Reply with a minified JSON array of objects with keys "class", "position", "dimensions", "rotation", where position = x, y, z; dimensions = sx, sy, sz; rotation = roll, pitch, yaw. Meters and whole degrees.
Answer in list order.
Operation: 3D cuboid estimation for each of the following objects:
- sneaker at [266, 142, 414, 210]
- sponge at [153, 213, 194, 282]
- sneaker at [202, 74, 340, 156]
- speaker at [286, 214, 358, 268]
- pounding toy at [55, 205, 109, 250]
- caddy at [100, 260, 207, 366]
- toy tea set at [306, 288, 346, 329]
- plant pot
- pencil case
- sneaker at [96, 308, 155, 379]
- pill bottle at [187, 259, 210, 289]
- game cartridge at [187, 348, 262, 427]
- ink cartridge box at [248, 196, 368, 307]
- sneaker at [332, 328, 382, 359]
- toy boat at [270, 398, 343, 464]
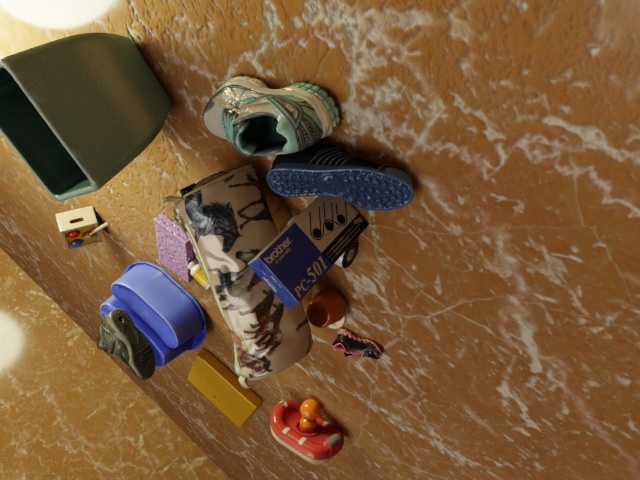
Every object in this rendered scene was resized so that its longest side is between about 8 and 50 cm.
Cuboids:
[{"class":"sneaker","position":[0.035,-0.110,0.866],"dimensions":[0.232,0.091,0.082],"rotation":[9,136,12]},{"class":"sponge","position":[-0.398,0.026,1.516],"dimensions":[0.117,0.031,0.210],"rotation":[35,146,14]},{"class":"sneaker","position":[-0.112,-0.192,0.882],"dimensions":[0.282,0.122,0.110],"rotation":[9,133,42]},{"class":"speaker","position":[0.000,0.000,1.036],"dimensions":[0.136,0.055,0.055],"rotation":[25,143,26]},{"class":"pounding toy","position":[-0.742,-0.036,1.742],"dimensions":[0.100,0.141,0.130],"rotation":[62,155,27]},{"class":"caddy","position":[-0.514,0.223,1.735],"dimensions":[0.341,0.179,0.241],"rotation":[42,123,3]},{"class":"toy tea set","position":[-0.090,0.098,1.226],"dimensions":[0.336,0.124,0.200],"rotation":[39,117,13]},{"class":"plant pot","position":[-0.443,-0.254,1.052],"dimensions":[0.247,0.252,0.247],"rotation":[-3,125,48]},{"class":"pencil case","position":[-0.147,0.072,1.066],"dimensions":[0.160,0.183,0.411],"rotation":[-169,59,-74]},{"class":"sneaker","position":[-0.588,0.325,1.662],"dimensions":[0.130,0.087,0.228],"rotation":[-32,93,36]},{"class":"pill bottle","position":[-0.320,0.091,1.492],"dimensions":[0.083,0.043,0.043],"rotation":[45,147,-2]},{"class":"game cartridge","position":[-0.359,0.548,2.042],"dimensions":[0.285,0.053,0.324],"rotation":[41,145,6]},{"class":"ink cartridge box","position":[-0.015,0.005,0.917],"dimensions":[0.097,0.207,0.046],"rotation":[49,146,-7]},{"class":"sneaker","position":[0.078,0.241,1.217],"dimensions":[0.119,0.057,0.047],"rotation":[17,137,33]},{"class":"toy boat","position":[-0.038,0.533,1.620],"dimensions":[0.231,0.151,0.151],"rotation":[21,110,31]}]
